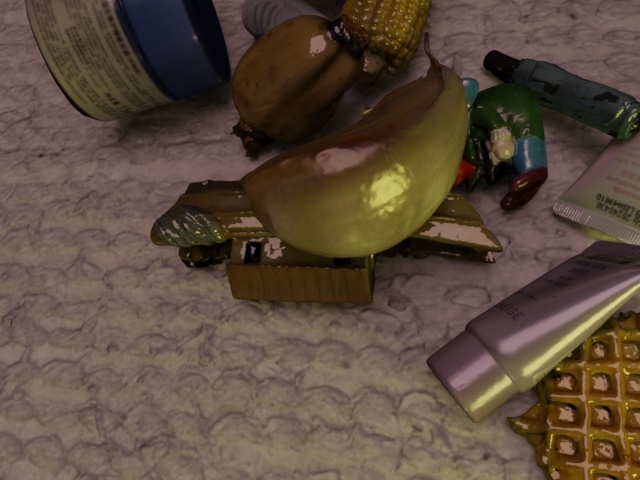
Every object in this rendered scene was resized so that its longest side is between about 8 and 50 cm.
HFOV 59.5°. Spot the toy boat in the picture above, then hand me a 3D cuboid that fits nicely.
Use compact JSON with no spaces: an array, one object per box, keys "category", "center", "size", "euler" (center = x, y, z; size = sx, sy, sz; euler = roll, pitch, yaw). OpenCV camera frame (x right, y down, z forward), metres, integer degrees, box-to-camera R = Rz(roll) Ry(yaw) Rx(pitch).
[{"category":"toy boat","center":[0.000,0.000,0.729],"size":[0.446,0.136,0.162],"euler":[-1,73,10]}]

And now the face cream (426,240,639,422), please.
[{"category":"face cream","center":[0.255,0.091,0.642],"size":[0.274,0.154,0.096],"euler":[-38,93,-1]}]

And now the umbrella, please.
[{"category":"umbrella","center":[0.317,-0.206,0.757],"size":[0.052,0.053,0.250],"euler":[-42,50,-3]}]

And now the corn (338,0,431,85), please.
[{"category":"corn","center":[0.112,-0.387,0.867],"size":[0.130,0.130,0.346],"euler":[12,70,16]}]

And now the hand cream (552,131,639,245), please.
[{"category":"hand cream","center":[0.472,-0.140,0.706],"size":[0.186,0.118,0.358],"euler":[33,84,32]}]

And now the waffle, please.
[{"category":"waffle","center":[0.355,0.209,0.610],"size":[0.245,0.052,0.254],"euler":[-38,66,-4]}]

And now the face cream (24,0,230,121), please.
[{"category":"face cream","center":[-0.286,-0.329,0.859],"size":[0.225,0.249,0.248],"euler":[-15,65,5]}]

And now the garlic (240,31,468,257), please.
[{"category":"garlic","center":[0.071,-0.121,0.638],"size":[0.338,0.151,0.196],"euler":[-41,59,-11]}]

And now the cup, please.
[{"category":"cup","center":[-0.065,-0.329,0.895],"size":[0.136,0.099,0.133],"euler":[-39,66,-7]}]

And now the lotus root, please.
[{"category":"lotus root","center":[-0.034,-0.225,0.797],"size":[0.257,0.155,0.140],"euler":[-29,56,41]}]

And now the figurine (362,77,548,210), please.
[{"category":"figurine","center":[0.172,-0.126,0.757],"size":[0.234,0.127,0.185],"euler":[-3,75,0]}]
